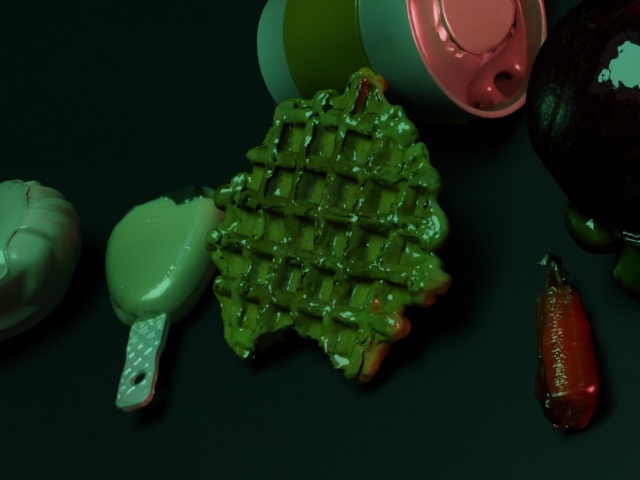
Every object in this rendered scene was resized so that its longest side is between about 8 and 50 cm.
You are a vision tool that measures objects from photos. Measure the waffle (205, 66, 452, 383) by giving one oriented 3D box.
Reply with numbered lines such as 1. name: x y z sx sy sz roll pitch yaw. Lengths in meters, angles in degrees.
1. waffle: 0.001 0.000 1.612 0.291 0.051 0.291 -15 69 43

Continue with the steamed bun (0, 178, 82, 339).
1. steamed bun: -0.310 0.025 1.898 0.183 0.106 0.183 -28 32 19

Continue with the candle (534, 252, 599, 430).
1. candle: 0.177 0.070 1.431 0.053 0.048 0.162 -41 30 31

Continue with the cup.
1. cup: 0.086 -0.194 1.735 0.226 0.185 0.241 -10 12 44

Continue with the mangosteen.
1. mangosteen: 0.247 -0.082 1.410 0.216 0.216 0.216 -25 36 20

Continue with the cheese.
1. cheese: -0.152 0.057 1.756 0.127 0.054 0.251 -20 39 26
